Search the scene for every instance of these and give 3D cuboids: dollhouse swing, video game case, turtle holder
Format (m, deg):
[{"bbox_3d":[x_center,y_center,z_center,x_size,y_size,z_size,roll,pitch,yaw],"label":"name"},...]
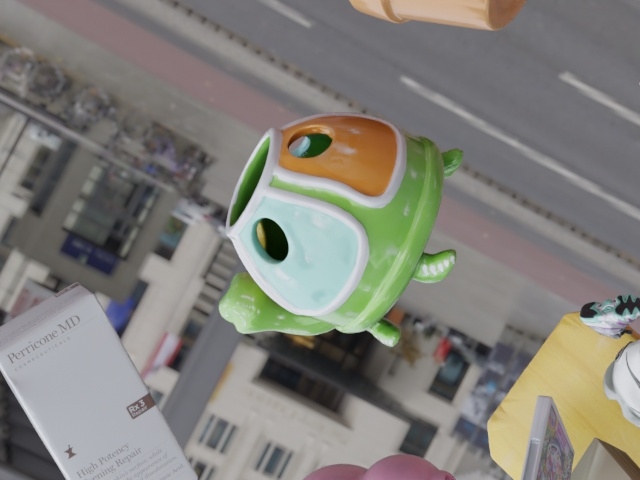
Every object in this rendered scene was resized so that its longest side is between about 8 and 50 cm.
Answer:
[{"bbox_3d":[0.486,0.296,1.891,0.315,0.347,0.305,9,-149,-42],"label":"dollhouse swing"},{"bbox_3d":[0.144,0.175,0.831,0.011,0.122,0.087,3,148,25],"label":"video game case"},{"bbox_3d":[0.007,-0.019,1.509,0.227,0.243,0.320,21,159,-16],"label":"turtle holder"}]

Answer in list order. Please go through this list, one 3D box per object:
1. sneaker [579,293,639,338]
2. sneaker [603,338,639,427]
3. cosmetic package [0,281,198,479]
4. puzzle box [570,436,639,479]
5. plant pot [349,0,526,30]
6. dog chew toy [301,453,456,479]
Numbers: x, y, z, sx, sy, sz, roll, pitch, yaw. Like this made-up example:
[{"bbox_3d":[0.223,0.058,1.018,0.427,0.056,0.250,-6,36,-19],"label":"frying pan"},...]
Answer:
[{"bbox_3d":[0.395,0.104,1.666,0.098,0.038,0.069,-8,140,44],"label":"sneaker"},{"bbox_3d":[0.507,0.228,1.559,0.330,0.122,0.146,30,158,12],"label":"sneaker"},{"bbox_3d":[-0.231,0.171,1.288,0.231,0.117,0.085,63,163,-18],"label":"cosmetic package"},{"bbox_3d":[0.314,0.417,1.354,0.052,0.272,0.409,27,-169,-17],"label":"puzzle box"},{"bbox_3d":[0.193,-0.422,1.777,0.203,0.291,0.291,26,177,22],"label":"plant pot"},{"bbox_3d":[0.019,0.358,1.491,0.206,0.331,0.207,46,-154,-29],"label":"dog chew toy"}]
